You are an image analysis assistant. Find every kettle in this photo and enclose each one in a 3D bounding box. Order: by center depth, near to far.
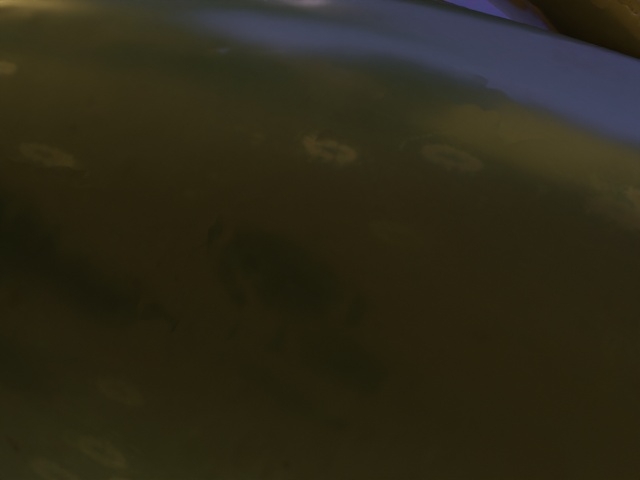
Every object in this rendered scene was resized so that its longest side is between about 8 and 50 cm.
[{"bbox_3d":[0.000,0.000,0.614,0.342,0.247,0.319,23,-120,-9],"label":"kettle"}]
